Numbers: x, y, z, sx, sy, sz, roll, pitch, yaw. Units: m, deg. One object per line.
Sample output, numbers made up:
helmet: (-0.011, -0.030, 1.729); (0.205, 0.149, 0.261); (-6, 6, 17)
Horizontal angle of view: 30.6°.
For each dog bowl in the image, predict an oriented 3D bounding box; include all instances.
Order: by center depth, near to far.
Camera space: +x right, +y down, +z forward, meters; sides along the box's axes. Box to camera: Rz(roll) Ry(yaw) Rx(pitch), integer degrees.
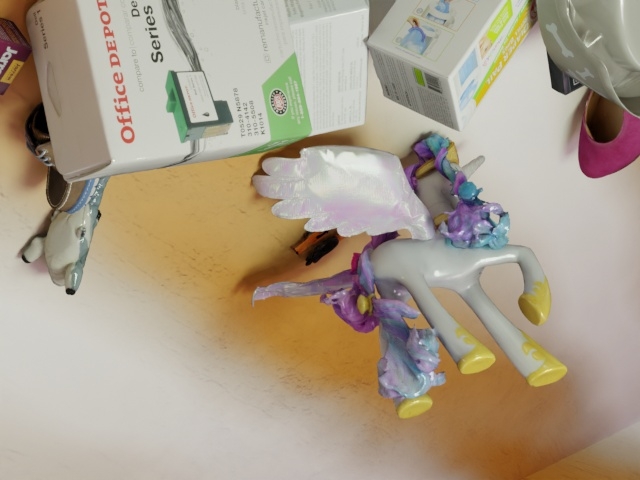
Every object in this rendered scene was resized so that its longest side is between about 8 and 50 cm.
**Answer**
dog bowl: (0.361, -0.311, 1.267); (0.349, 0.102, 0.348); (-25, 127, -38)

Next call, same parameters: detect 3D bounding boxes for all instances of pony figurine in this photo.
pony figurine: (0.105, 0.031, 1.466); (0.351, 0.363, 0.303); (-11, 147, -17)

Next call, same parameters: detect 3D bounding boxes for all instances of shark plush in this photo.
shark plush: (-0.261, -0.020, 1.251); (0.067, 0.073, 0.161); (-24, 134, -64)

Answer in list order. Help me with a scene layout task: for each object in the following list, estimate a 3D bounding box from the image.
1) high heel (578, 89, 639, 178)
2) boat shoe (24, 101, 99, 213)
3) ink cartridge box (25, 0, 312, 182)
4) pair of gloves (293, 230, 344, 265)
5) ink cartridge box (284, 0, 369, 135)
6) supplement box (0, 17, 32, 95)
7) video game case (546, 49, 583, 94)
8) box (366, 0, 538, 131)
high heel: (0.387, -0.218, 1.638); (0.181, 0.127, 0.377); (-9, 140, -19)
boat shoe: (-0.245, -0.104, 1.109); (0.066, 0.066, 0.183); (-8, 130, -36)
ink cartridge box: (-0.132, -0.148, 1.045); (0.219, 0.160, 0.092); (-14, -178, -39)
pair of gloves: (0.000, 0.000, 1.595); (0.074, 0.010, 0.083); (-40, 154, -2)
ink cartridge box: (-0.064, -0.175, 1.239); (0.232, 0.066, 0.189); (-10, 147, -6)
supplement box: (-0.294, -0.160, 0.979); (0.083, 0.043, 0.055); (7, 128, -54)
video game case: (0.376, -0.340, 1.399); (0.275, 0.035, 0.248); (-29, 128, -16)
box: (0.154, -0.239, 1.250); (0.203, 0.103, 0.114); (-55, 155, -14)
